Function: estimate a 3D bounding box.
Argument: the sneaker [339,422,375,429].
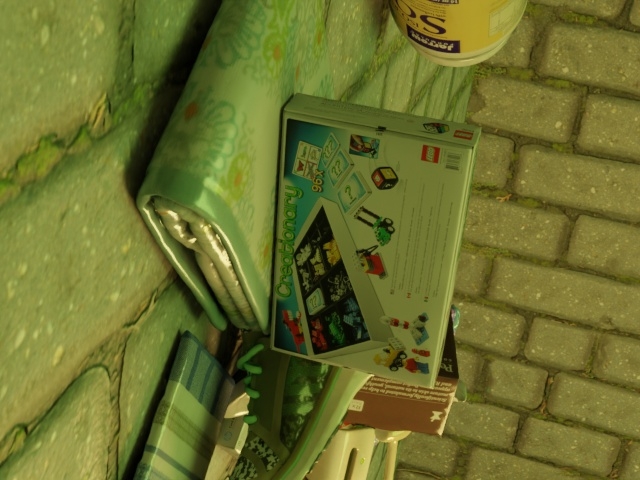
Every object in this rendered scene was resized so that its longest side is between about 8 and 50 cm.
[{"bbox_3d":[0.025,0.365,1.976,0.090,0.145,0.270,9,133,-42],"label":"sneaker"}]

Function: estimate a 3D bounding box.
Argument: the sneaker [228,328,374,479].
[{"bbox_3d":[-0.046,0.165,1.221,0.410,0.182,0.158,-55,179,-12],"label":"sneaker"}]

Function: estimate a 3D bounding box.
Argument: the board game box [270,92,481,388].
[{"bbox_3d":[0.050,0.007,1.050,0.053,0.193,0.305,-61,160,-55],"label":"board game box"}]

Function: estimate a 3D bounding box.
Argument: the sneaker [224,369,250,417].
[{"bbox_3d":[-0.054,0.108,1.354,0.296,0.147,0.104,-39,158,-15],"label":"sneaker"}]

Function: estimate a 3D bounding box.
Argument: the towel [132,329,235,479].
[{"bbox_3d":[-0.172,0.264,1.133,0.209,0.034,0.285,69,35,-66],"label":"towel"}]

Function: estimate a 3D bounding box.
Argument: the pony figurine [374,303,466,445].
[{"bbox_3d":[0.168,0.291,2.220,0.363,0.303,0.351,-57,172,21],"label":"pony figurine"}]

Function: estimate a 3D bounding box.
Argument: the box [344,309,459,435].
[{"bbox_3d":[0.123,0.152,1.735,0.381,0.191,0.143,-87,-173,-55],"label":"box"}]

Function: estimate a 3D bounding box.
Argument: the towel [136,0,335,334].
[{"bbox_3d":[-0.071,-0.097,1.064,0.374,0.090,0.320,78,26,-65],"label":"towel"}]

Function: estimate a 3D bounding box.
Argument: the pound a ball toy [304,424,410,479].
[{"bbox_3d":[0.024,0.444,1.813,0.136,0.208,0.319,6,100,-48],"label":"pound a ball toy"}]

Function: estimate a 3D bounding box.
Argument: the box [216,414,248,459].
[{"bbox_3d":[-0.072,0.259,1.432,0.186,0.038,0.145,52,52,-54],"label":"box"}]

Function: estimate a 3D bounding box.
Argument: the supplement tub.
[{"bbox_3d":[0.222,-0.445,1.619,0.331,0.241,0.241,60,46,-73],"label":"supplement tub"}]
